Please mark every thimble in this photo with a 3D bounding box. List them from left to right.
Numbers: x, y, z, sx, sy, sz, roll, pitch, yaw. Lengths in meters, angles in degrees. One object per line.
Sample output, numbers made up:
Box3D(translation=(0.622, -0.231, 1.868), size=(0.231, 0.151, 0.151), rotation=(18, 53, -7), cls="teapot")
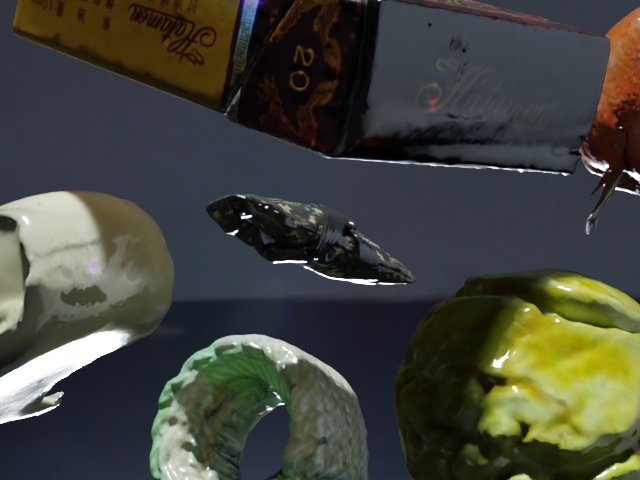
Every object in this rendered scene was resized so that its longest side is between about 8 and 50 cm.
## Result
Box3D(translation=(-0.056, 0.211, 1.535), size=(0.150, 0.219, 0.219), rotation=(33, -133, -51), cls="thimble")

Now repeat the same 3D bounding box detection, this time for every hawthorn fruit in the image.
Box3D(translation=(0.373, -0.133, 1.656), size=(0.299, 0.211, 0.211), rotation=(-55, 0, -2), cls="hawthorn fruit")

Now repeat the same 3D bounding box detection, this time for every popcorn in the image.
Box3D(translation=(0.153, 0.118, 1.057), size=(0.221, 0.204, 0.184), rotation=(-70, -8, -47), cls="popcorn")

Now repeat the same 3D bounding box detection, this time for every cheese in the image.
Box3D(translation=(-0.250, 0.063, 1.226), size=(0.127, 0.266, 0.233), rotation=(64, -166, 14), cls="cheese")

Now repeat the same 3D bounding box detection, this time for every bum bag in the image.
Box3D(translation=(0.001, 0.000, 1.463), size=(0.102, 0.248, 0.069), rotation=(-3, 75, 45), cls="bum bag")

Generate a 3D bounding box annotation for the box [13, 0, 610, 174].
Box3D(translation=(-0.018, -0.158, 1.150), size=(0.415, 0.264, 0.116), rotation=(24, 106, 43), cls="box")
